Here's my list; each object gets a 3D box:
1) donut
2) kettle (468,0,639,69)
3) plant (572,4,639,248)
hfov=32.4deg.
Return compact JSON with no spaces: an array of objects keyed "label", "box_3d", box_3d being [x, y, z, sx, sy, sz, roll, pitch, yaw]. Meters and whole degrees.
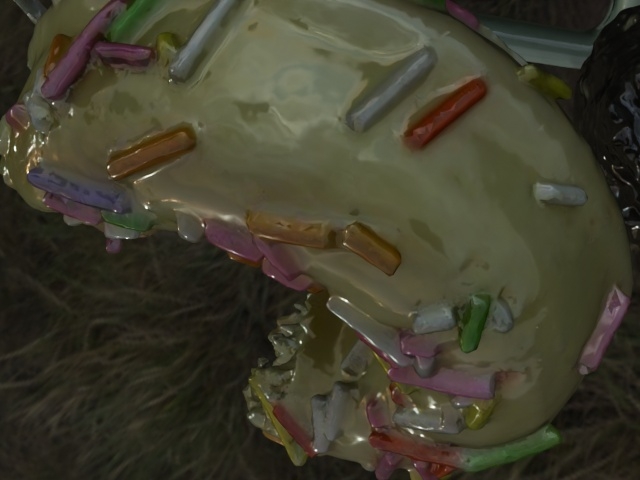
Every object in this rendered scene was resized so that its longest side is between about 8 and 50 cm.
[{"label":"donut","box_3d":[0.009,0.005,0.603,0.307,0.150,0.371,0,141,38]},{"label":"kettle","box_3d":[0.143,-0.294,0.904,0.317,0.205,0.265,12,96,8]},{"label":"plant","box_3d":[0.268,-0.055,0.739,0.178,0.234,0.204,-2,128,1]}]
